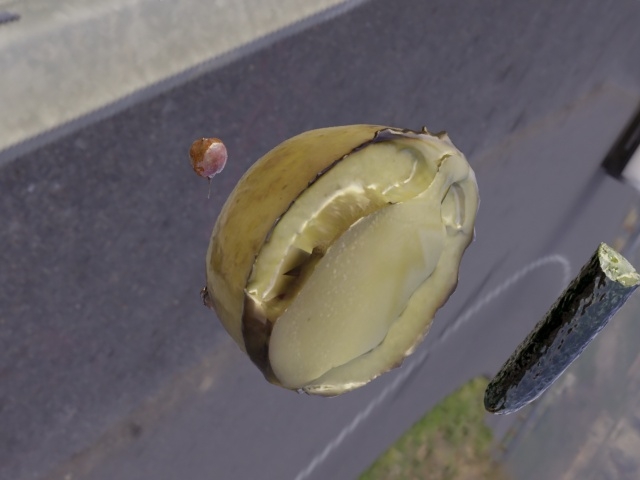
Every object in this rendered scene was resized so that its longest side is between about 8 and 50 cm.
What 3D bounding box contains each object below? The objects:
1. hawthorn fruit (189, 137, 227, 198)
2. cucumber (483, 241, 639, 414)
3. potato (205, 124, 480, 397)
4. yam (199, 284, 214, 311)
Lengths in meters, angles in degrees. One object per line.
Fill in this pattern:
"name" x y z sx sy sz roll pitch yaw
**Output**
"hawthorn fruit" -0.184 -0.122 2.080 0.067 0.067 0.103 -36 120 -59
"cucumber" 0.231 0.099 1.236 0.052 0.058 0.214 22 117 -32
"potato" 0.000 0.000 1.221 0.285 0.243 0.242 -59 168 -5
"yam" -0.029 0.101 1.549 0.046 0.264 0.046 -38 -137 45
